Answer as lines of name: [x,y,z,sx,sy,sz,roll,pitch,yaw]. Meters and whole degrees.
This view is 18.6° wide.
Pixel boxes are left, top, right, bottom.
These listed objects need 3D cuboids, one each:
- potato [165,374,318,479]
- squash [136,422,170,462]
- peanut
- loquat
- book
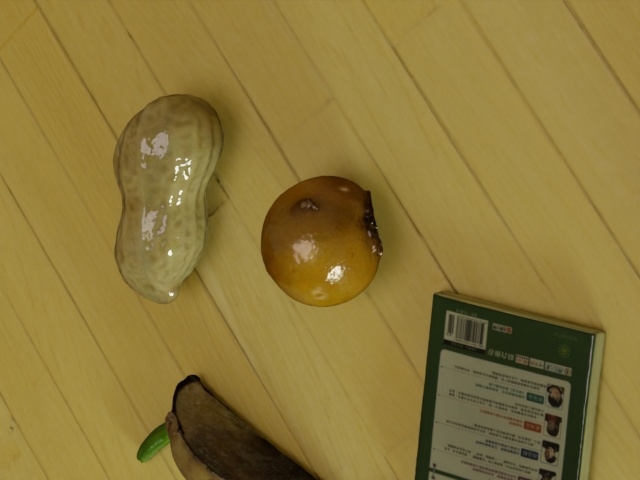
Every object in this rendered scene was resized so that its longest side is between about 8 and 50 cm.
potato: [-0.102,0.277,2.249,0.261,0.120,0.100,37,127,27]
squash: [-0.198,0.244,2.371,0.089,0.027,0.027,-40,75,38]
peanut: [-0.182,-0.052,2.237,0.123,0.123,0.257,29,120,30]
loquat: [0.000,0.000,2.092,0.141,0.141,0.141,10,106,36]
book: [0.191,0.200,2.046,0.202,0.027,0.264,13,105,34]
